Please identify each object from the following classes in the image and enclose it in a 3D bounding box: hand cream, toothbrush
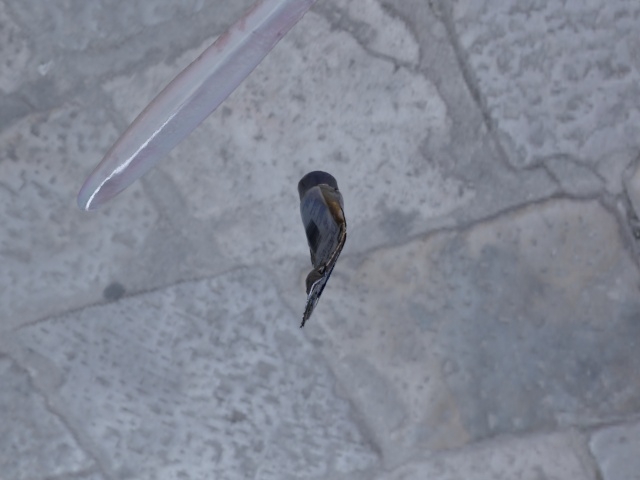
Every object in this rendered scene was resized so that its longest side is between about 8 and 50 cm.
[{"bbox_3d":[0.000,0.000,0.839,0.039,0.163,0.062,19,124,-14],"label":"hand cream"},{"bbox_3d":[-0.006,-0.103,0.398,0.307,0.025,0.029,-39,76,29],"label":"toothbrush"}]
